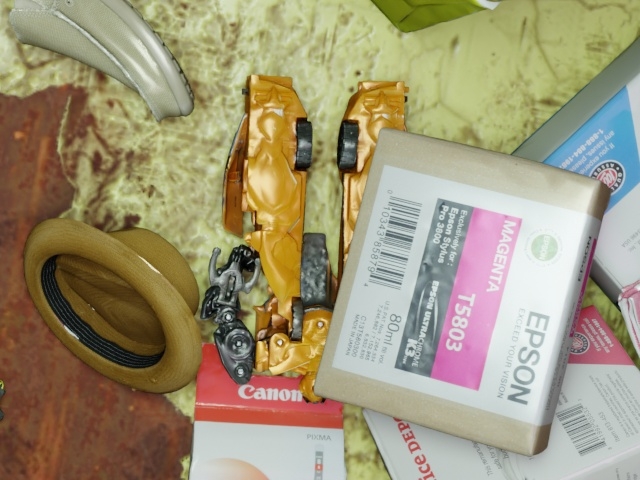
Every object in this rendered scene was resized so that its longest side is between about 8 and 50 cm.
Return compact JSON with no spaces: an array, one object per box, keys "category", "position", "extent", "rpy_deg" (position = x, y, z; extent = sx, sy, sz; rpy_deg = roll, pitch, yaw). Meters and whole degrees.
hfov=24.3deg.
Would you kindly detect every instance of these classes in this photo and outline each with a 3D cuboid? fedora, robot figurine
[{"category":"fedora","position":[-0.170,0.044,1.307],"extent":[0.194,0.194,0.079],"rpy_deg":[51,48,-9]},{"category":"robot figurine","position":[0.000,0.000,1.337],"extent":[0.211,0.085,0.291],"rpy_deg":[3,94,-7]}]

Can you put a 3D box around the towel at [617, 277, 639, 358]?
[{"category":"towel","position":[0.369,0.068,1.288],"extent":[0.197,0.029,0.144],"rpy_deg":[-25,99,-3]}]

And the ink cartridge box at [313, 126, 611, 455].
[{"category":"ink cartridge box","position":[0.118,0.041,1.238],"extent":[0.193,0.088,0.235],"rpy_deg":[14,90,16]}]

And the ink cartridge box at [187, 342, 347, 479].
[{"category":"ink cartridge box","position":[-0.047,0.190,1.371],"extent":[0.145,0.045,0.179],"rpy_deg":[4,97,-8]}]

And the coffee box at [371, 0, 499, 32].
[{"category":"coffee box","position":[0.098,-0.401,1.185],"extent":[0.334,0.338,0.337],"rpy_deg":[-45,99,-1]}]

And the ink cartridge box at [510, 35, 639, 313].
[{"category":"ink cartridge box","position":[0.350,-0.023,1.357],"extent":[0.223,0.129,0.307],"rpy_deg":[-43,99,-2]}]

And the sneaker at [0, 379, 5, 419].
[{"category":"sneaker","position":[-0.303,0.127,1.342],"extent":[0.035,0.031,0.083],"rpy_deg":[-2,100,-21]}]

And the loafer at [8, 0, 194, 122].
[{"category":"loafer","position":[-0.218,-0.194,1.291],"extent":[0.092,0.102,0.268],"rpy_deg":[-44,89,0]}]

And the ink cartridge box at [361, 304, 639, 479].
[{"category":"ink cartridge box","position":[0.178,0.184,1.325],"extent":[0.237,0.172,0.100],"rpy_deg":[-22,132,-4]}]
